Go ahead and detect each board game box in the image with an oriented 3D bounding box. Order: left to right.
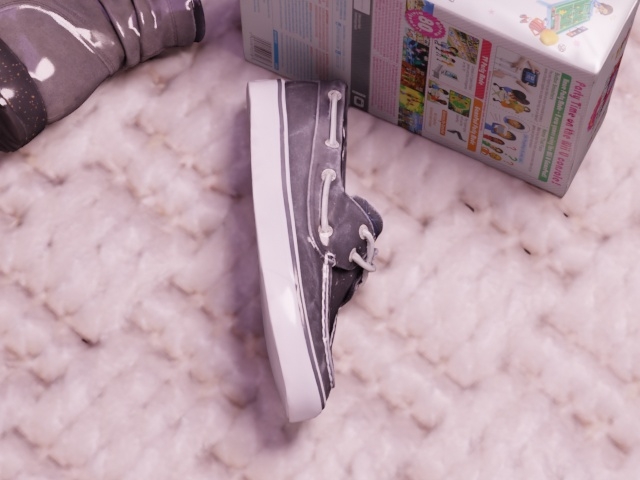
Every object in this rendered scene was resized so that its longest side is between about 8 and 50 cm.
[{"bbox_3d":[0.088,-0.175,1.542,0.303,0.224,0.097,26,69,10],"label":"board game box"}]

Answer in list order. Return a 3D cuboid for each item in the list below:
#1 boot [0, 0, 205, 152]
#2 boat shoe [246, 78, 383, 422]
[{"bbox_3d":[-0.272,-0.242,1.649,0.223,0.118,0.338,-36,77,-24],"label":"boot"},{"bbox_3d":[0.000,0.000,1.528,0.102,0.108,0.301,-4,57,-2],"label":"boat shoe"}]
